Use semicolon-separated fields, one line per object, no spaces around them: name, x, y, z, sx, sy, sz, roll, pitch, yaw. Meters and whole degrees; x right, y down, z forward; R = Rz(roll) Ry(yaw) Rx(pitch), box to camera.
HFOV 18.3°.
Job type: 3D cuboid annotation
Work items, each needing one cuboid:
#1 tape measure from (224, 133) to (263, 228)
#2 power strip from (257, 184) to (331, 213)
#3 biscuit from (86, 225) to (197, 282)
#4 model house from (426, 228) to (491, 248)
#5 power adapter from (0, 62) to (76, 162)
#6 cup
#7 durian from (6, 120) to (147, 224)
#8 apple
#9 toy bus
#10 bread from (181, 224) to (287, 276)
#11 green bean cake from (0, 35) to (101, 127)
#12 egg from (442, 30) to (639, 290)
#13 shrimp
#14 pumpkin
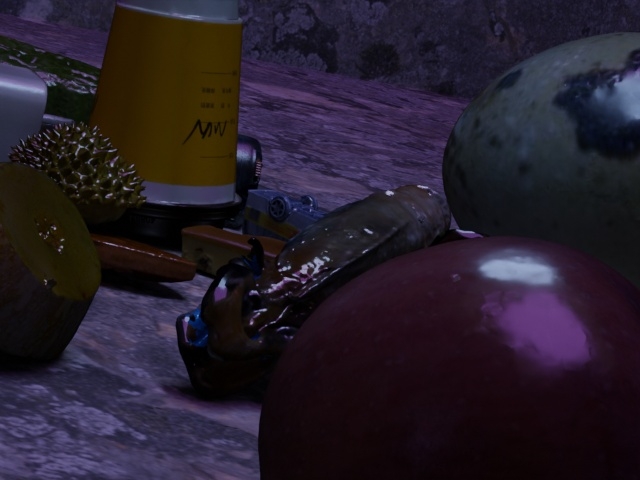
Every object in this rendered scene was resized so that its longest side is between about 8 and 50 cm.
tape measure;-0.047;-0.062;2.364;0.180;0.107;0.104;12;7;5
power strip;-0.045;-0.040;2.472;0.252;0.027;0.060;22;12;36
biscuit;-0.254;-0.002;1.961;0.280;0.043;0.183;19;7;9
model house;0.188;0.136;1.684;0.294;0.154;0.207;20;-34;-15
power adapter;-0.367;-0.138;2.294;0.205;0.125;0.130;11;10;-24
cup;-0.171;-0.142;2.185;0.196;0.280;0.196;8;12;-2
durian;-0.248;-0.069;2.028;0.146;0.102;0.208;9;1;-11
apple;0.087;0.135;1.102;0.235;0.306;0.306;-9;6;13
toy bus;0.000;0.000;2.196;0.190;0.075;0.064;22;15;32
bread;-0.031;0.032;2.066;0.226;0.049;0.088;17;12;19
green bean cake;-0.348;-0.172;2.493;0.248;0.125;0.222;14;11;-3
egg;0.355;-0.074;2.319;0.428;0.345;0.345;9;9;18
shrimp;-0.016;0.038;1.804;0.221;0.110;0.445;-27;0;25
pumpkin;-0.261;-0.003;1.616;0.217;0.110;0.217;49;8;-9
